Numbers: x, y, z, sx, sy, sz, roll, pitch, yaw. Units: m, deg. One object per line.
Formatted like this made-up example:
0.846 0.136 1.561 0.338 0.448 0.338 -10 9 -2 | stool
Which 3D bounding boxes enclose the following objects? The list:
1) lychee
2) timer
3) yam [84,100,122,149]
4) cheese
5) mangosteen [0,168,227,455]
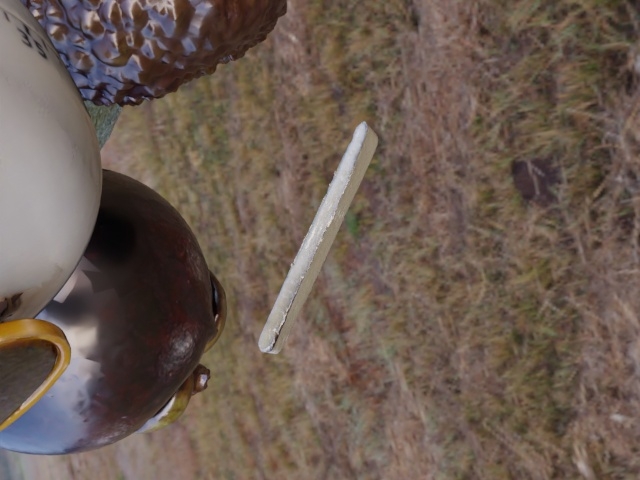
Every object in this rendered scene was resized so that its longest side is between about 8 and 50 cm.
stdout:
-0.146 -0.244 0.709 0.267 0.268 0.267 168 90 -72 | lychee
-0.230 -0.039 0.416 0.240 0.233 0.233 56 153 32 | timer
-0.430 -0.258 1.340 0.202 0.271 0.201 -58 0 41 | yam
-0.002 -0.001 1.439 0.400 0.034 0.085 -65 -14 -2 | cheese
-0.243 0.085 0.931 0.347 0.307 0.307 48 -168 -50 | mangosteen
